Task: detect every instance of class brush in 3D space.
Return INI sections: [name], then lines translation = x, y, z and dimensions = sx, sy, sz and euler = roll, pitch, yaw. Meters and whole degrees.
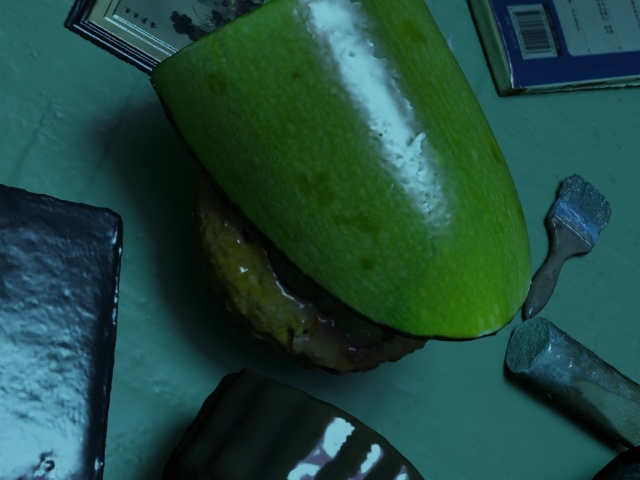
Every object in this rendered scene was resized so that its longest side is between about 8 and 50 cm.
[brush]
translation = 0.258, 0.011, 1.337
dimensions = 0.070, 0.021, 0.196
euler = 39, 57, -10

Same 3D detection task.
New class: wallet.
[wallet]
translation = -0.237, 0.091, 1.007
dimensions = 0.146, 0.030, 0.285
euler = 11, 67, -23

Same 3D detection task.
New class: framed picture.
[framed picture]
translation = -0.128, -0.233, 1.211
dimensions = 0.195, 0.010, 0.199
euler = 29, 59, -18

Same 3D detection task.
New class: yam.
[yam]
translation = 0.270, 0.148, 1.263
dimensions = 0.169, 0.068, 0.068
euler = 34, 58, -14

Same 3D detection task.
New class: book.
[book]
translation = 0.348, -0.330, 1.499
dimensions = 0.427, 0.039, 0.300
euler = -8, 77, -30

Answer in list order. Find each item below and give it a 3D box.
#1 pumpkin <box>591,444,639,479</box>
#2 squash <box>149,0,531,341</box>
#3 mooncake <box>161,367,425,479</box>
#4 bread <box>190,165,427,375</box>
[pumpkin]
translation = 0.387, 0.325, 1.160
dimensions = 0.315, 0.238, 0.315
euler = 15, 62, -30
[squash]
translation = 0.044, -0.060, 1.029
dimensions = 0.233, 0.210, 0.309
euler = -32, 99, -37
[mooncake]
translation = -0.015, 0.212, 0.978
dimensions = 0.228, 0.228, 0.124
euler = 44, 64, -9
[bread]
translation = 0.000, 0.000, 1.112
dimensions = 0.274, 0.149, 0.274
euler = 14, 58, -24
